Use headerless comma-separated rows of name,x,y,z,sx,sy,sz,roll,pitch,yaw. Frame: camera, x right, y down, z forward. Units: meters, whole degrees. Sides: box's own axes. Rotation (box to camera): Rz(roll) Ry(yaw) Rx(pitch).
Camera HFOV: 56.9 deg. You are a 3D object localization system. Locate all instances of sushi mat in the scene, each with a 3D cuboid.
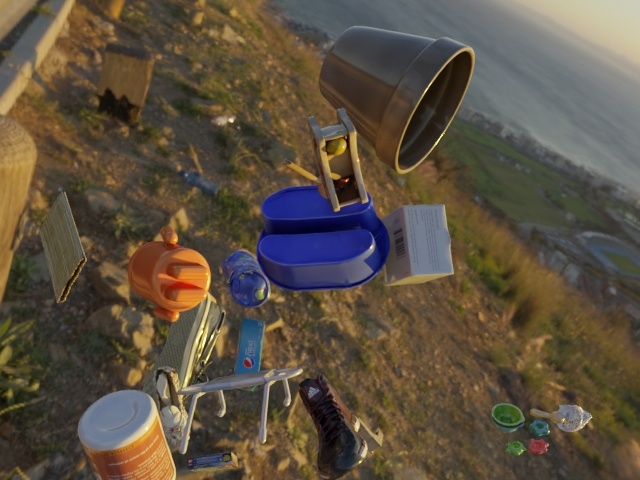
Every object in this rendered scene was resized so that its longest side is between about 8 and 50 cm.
sushi mat,-0.697,0.010,1.587,0.019,0.151,0.316,18,25,-43

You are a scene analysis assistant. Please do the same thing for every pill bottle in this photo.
pill bottle,-0.307,0.363,0.967,0.121,0.216,0.121,-5,28,3

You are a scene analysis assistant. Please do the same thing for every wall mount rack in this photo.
wall mount rack,-0.216,0.428,1.533,0.350,0.130,0.304,-12,-2,11

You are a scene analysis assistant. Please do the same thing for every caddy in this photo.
caddy,0.000,0.000,1.474,0.341,0.179,0.241,-3,63,7

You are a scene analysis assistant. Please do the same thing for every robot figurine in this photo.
robot figurine,-0.302,0.066,1.170,0.128,0.158,0.219,-41,30,-27

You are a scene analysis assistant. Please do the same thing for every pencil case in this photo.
pencil case,-0.244,0.117,1.879,0.133,0.119,0.306,18,6,-17

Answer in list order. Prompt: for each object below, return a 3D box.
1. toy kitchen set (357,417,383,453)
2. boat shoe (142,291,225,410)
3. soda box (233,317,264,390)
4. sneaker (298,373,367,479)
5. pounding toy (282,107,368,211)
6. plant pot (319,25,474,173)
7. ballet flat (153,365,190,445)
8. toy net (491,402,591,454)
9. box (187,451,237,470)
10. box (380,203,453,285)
toy kitchen set,0.100,0.482,1.456,0.083,0.068,0.075,49,10,4
boat shoe,-0.448,0.410,1.964,0.187,0.500,0.156,7,-18,41
soda box,-0.224,0.352,1.834,0.071,0.067,0.210,12,57,-13
sneaker,0.005,0.360,1.185,0.162,0.106,0.281,58,-2,-1
pounding toy,0.007,-0.144,1.257,0.155,0.269,0.154,-17,60,-3
plant pot,0.162,-0.368,1.411,0.280,0.323,0.323,35,28,18
ballet flat,-0.438,0.469,1.692,0.091,0.077,0.241,-24,59,-3
toy net,0.505,0.407,1.316,0.232,0.045,0.122,-8,26,-7
box,-0.233,0.486,1.288,0.094,0.137,0.027,-5,66,-6
box,0.238,0.015,1.515,0.119,0.182,0.180,-2,78,-17
